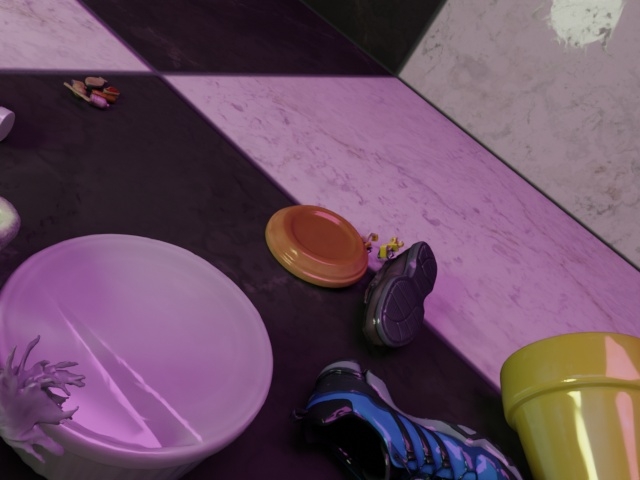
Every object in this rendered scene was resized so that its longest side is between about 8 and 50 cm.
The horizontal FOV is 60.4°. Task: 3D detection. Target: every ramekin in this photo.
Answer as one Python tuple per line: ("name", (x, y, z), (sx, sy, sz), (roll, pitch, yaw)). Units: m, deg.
("ramekin", (-0.196, 0.129, 0.568), (0.273, 0.127, 0.273), (25, 32, -17))

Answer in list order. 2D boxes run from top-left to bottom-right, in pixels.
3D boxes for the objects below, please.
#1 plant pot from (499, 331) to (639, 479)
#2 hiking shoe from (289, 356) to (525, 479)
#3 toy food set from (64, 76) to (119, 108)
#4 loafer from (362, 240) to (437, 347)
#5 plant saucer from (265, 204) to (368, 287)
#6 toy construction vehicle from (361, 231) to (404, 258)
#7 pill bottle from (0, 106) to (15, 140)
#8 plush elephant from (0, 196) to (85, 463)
("plant pot", (0.410, 0.301, 0.819), (0.254, 0.254, 0.239), (23, 48, -19))
("hiking shoe", (0.108, 0.275, 0.678), (0.304, 0.113, 0.132), (28, 26, 10))
("toy food set", (-0.417, -0.272, 1.021), (0.078, 0.019, 0.122), (35, 23, 1))
("loafer", (0.131, 0.100, 0.983), (0.109, 0.095, 0.302), (63, 33, -13))
("plant saucer", (0.000, 0.000, 0.996), (0.200, 0.037, 0.200), (17, 39, -14))
("toy construction vehicle", (0.116, 0.006, 1.080), (0.086, 0.035, 0.098), (2, 15, 33))
("pill bottle", (-0.501, -0.188, 0.776), (0.116, 0.065, 0.065), (27, 31, -13))
("plush elephant", (-0.344, 0.033, 0.361), (0.330, 0.255, 0.272), (49, 56, -40))
